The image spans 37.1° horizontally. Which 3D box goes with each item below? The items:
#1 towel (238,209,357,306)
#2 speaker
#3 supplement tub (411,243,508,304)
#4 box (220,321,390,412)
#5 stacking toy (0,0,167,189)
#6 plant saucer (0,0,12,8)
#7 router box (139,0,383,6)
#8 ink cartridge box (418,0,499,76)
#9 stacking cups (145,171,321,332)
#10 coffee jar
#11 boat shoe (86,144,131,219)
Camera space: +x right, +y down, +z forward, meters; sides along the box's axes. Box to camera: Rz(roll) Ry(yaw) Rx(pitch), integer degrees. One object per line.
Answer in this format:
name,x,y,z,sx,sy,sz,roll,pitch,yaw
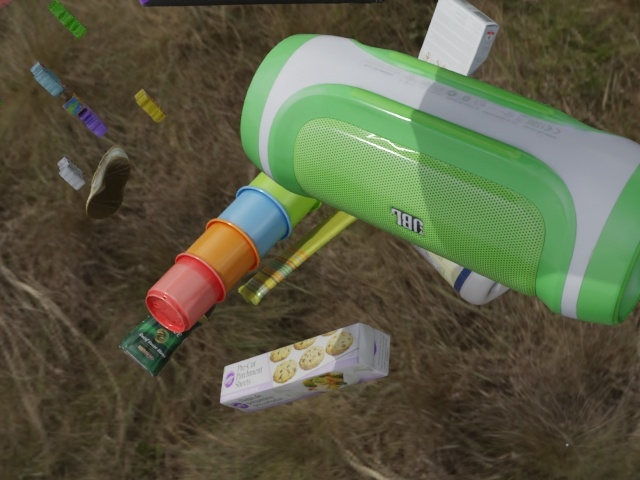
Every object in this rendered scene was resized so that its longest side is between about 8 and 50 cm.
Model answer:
towel,0.000,0.000,1.182,0.237,0.102,0.021,-39,101,-7
speaker,0.092,-0.050,0.673,0.297,0.131,0.131,25,85,25
supplement tub,0.230,-0.080,1.586,0.235,0.235,0.325,-43,72,2
box,-0.030,0.195,1.428,0.324,0.063,0.067,-23,51,45
stacking toy,-0.345,-0.196,1.312,0.167,0.221,0.052,-41,30,3
plant saucer,-0.436,-0.302,1.094,0.259,0.047,0.258,22,56,42
router box,0.001,-0.180,0.461,0.133,0.046,0.179,7,49,30
ink cartridge box,0.262,-0.369,1.851,0.145,0.045,0.179,50,137,39
stacking cups,-0.081,-0.010,1.155,0.096,0.096,0.316,27,55,18
coffee jar,-0.287,0.162,1.811,0.096,0.079,0.184,41,74,-1
boat shoe,-0.315,-0.086,1.425,0.135,0.050,0.045,-53,36,37
